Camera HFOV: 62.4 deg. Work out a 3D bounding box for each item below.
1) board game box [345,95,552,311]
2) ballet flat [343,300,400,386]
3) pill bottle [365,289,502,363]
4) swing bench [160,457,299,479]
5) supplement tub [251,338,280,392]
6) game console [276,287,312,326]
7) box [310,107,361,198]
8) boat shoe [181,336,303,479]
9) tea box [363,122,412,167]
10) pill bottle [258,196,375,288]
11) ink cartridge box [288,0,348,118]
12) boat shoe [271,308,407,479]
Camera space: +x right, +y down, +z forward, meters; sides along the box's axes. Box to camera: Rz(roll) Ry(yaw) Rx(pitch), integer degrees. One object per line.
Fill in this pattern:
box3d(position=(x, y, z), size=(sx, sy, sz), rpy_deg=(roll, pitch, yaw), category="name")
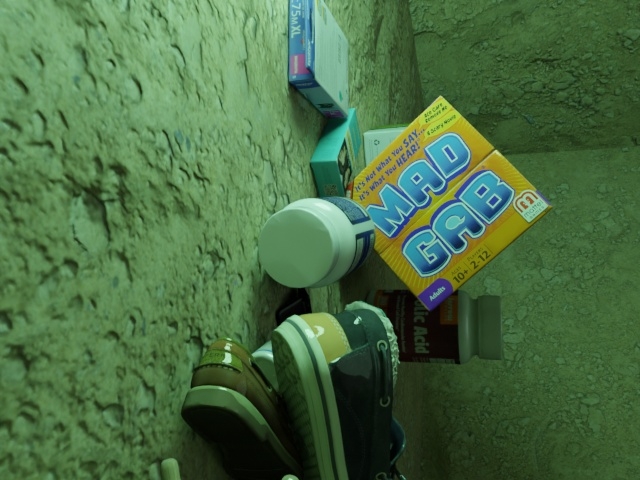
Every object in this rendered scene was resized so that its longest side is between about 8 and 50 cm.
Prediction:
box3d(position=(0.314, -0.082, 1.366), size=(0.356, 0.356, 0.356), rpy_deg=(49, 13, 12), category="board game box")
box3d(position=(0.084, 0.335, 1.111), size=(0.147, 0.147, 0.408), rpy_deg=(-49, 144, -65), category="ballet flat")
box3d(position=(0.343, 0.260, 1.605), size=(0.224, 0.392, 0.224), rpy_deg=(-2, 90, -73), category="pill bottle")
box3d(position=(-0.142, 0.324, 0.390), size=(0.253, 0.165, 0.254), rpy_deg=(25, 65, -65), category="swing bench")
box3d(position=(-0.070, 0.192, 0.828), size=(0.107, 0.071, 0.071), rpy_deg=(-27, 114, -71), category="supplement tub")
box3d(position=(-0.050, 0.157, 0.994), size=(0.107, 0.071, 0.122), rpy_deg=(-127, -153, -66), category="game console")
box3d(position=(0.041, -0.208, 1.230), size=(0.244, 0.060, 0.100), rpy_deg=(-72, 154, -47), category="box")
box3d(position=(-0.082, 0.248, 0.715), size=(0.307, 0.111, 0.104), rpy_deg=(77, 16, -45), category="boat shoe")
box3d(position=(0.290, -0.217, 1.762), size=(0.323, 0.220, 0.329), rpy_deg=(-41, 128, -67), category="tea box")
box3d(position=(0.000, 0.000, 0.927), size=(0.265, 0.153, 0.153), rpy_deg=(-15, 103, -72), category="pill bottle")
box3d(position=(-0.004, -0.385, 1.098), size=(0.311, 0.065, 0.185), rpy_deg=(12, 77, -75), category="ink cartridge box")
box3d(position=(0.047, 0.315, 0.784), size=(0.187, 0.156, 0.500), rpy_deg=(35, -42, 56), category="boat shoe")
